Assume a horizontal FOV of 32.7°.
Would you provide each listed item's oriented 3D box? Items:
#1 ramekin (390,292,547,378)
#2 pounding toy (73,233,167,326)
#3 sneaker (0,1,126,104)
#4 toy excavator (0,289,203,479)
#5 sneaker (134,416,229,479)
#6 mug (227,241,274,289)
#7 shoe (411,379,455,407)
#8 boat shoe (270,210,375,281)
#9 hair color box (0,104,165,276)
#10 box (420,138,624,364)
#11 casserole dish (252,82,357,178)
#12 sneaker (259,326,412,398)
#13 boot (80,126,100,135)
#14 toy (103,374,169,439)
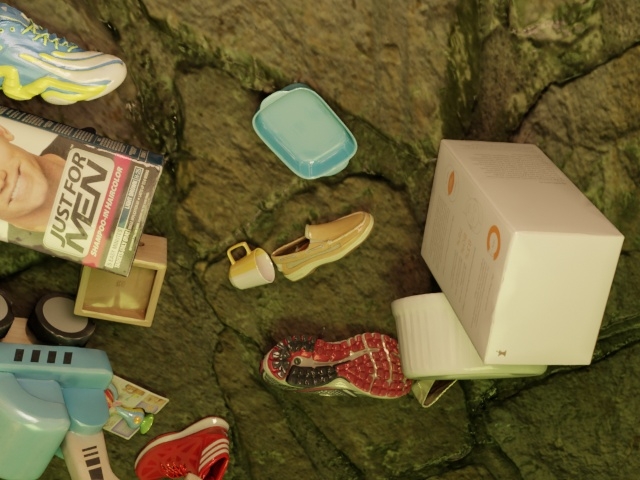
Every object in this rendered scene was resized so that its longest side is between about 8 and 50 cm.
[{"bbox_3d":[0.262,0.168,1.880,0.277,0.135,0.277,-1,171,0],"label":"ramekin"},{"bbox_3d":[-0.339,0.017,1.751,0.181,0.094,0.206,11,120,-14],"label":"pounding toy"},{"bbox_3d":[-0.388,-0.255,1.481,0.240,0.091,0.126,-4,133,-6],"label":"sneaker"},{"bbox_3d":[-0.415,0.319,1.773,0.433,0.445,0.222,10,131,-36],"label":"toy excavator"},{"bbox_3d":[-0.272,0.441,2.126,0.221,0.128,0.087,-34,129,18],"label":"sneaker"},{"bbox_3d":[-0.122,0.046,1.847,0.064,0.078,0.062,-23,166,22],"label":"mug"},{"bbox_3d":[0.257,0.240,2.092,0.076,0.058,0.219,25,124,-30],"label":"shoe"},{"bbox_3d":[0.000,0.000,1.817,0.190,0.068,0.072,-33,118,19],"label":"boat shoe"},{"bbox_3d":[-0.411,-0.084,1.537,0.347,0.105,0.174,17,101,-10],"label":"hair color box"},{"bbox_3d":[0.290,0.009,1.657,0.168,0.345,0.215,2,117,-12],"label":"box"},{"bbox_3d":[-0.025,-0.170,1.669,0.114,0.037,0.188,-31,132,17],"label":"casserole dish"},{"bbox_3d":[0.033,0.231,2.018,0.299,0.121,0.112,10,159,-21],"label":"sneaker"},{"bbox_3d":[-0.404,-0.076,1.651,0.219,0.082,0.106,-26,130,10],"label":"boot"},{"bbox_3d":[-0.414,0.304,2.022,0.237,0.056,0.137,29,120,-32],"label":"toy"}]
